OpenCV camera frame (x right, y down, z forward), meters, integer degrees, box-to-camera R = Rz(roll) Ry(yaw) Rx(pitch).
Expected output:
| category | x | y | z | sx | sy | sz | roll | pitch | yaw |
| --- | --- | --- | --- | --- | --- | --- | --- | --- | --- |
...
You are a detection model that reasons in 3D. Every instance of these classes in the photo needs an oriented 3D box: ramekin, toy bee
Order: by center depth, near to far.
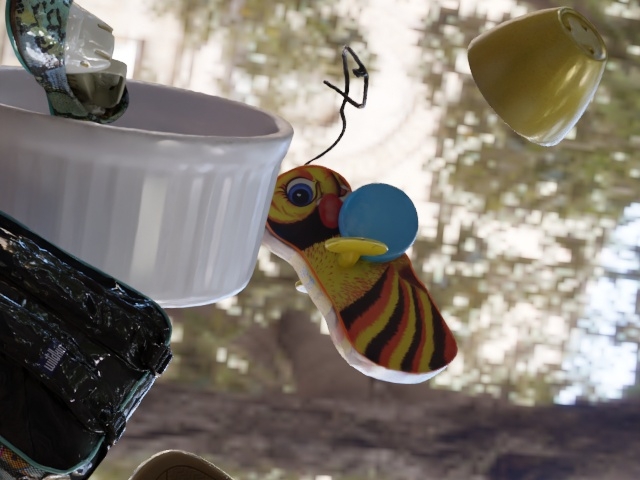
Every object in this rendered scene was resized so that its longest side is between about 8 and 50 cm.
| category | x | y | z | sx | sy | sz | roll | pitch | yaw |
| --- | --- | --- | --- | --- | --- | --- | --- | --- | --- |
| ramekin | -0.166 | -0.043 | 1.395 | 0.277 | 0.277 | 0.135 | -145 | -118 | -65 |
| toy bee | 0.000 | 0.000 | 1.635 | 0.195 | 0.162 | 0.298 | 93 | -24 | -56 |

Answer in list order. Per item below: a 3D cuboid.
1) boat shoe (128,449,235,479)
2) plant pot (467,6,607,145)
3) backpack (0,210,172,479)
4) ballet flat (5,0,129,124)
| category | x | y | z | sx | sy | sz | roll | pitch | yaw |
| --- | --- | --- | --- | --- | --- | --- | --- | --- | --- |
| boat shoe | -0.058 | 0.280 | 1.459 | 0.109 | 0.302 | 0.098 | -42 | -159 | -7 |
| plant pot | 0.226 | -0.174 | 1.801 | 0.095 | 0.134 | 0.134 | -39 | -134 | 33 |
| backpack | -0.212 | 0.074 | 1.155 | 0.144 | 0.188 | 0.166 | -45 | -170 | 47 |
| ballet flat | -0.166 | -0.128 | 1.256 | 0.188 | 0.070 | 0.070 | 77 | 13 | -75 |
